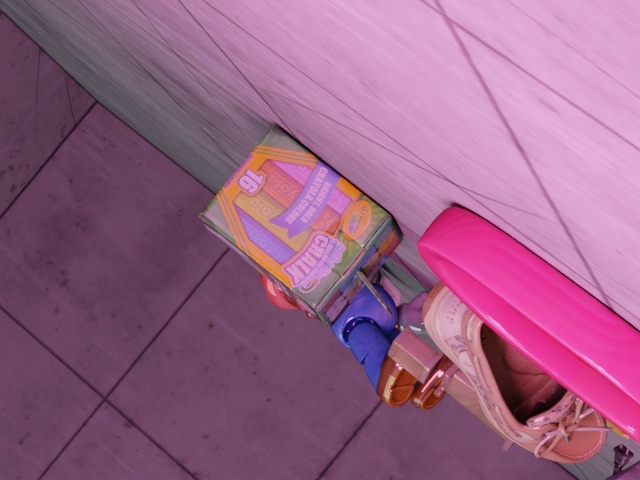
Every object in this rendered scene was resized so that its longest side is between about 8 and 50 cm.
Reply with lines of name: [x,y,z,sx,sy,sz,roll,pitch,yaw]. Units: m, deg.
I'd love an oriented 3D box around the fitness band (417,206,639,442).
fitness band: [0.202,0.075,1.604,0.291,0.054,0.209,37,173,26]

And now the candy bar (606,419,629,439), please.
candy bar: [0.305,0.183,2.171,0.040,0.018,0.161,37,177,30]

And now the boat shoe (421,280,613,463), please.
boat shoe: [0.206,0.145,1.982,0.285,0.104,0.089,42,178,-34]

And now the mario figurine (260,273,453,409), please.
mario figurine: [0.047,0.058,2.474,0.320,0.170,0.198,45,166,33]

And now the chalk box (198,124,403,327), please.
chalk box: [0.000,0.000,2.109,0.213,0.132,0.132,38,175,11]

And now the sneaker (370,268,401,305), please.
sneaker: [0.025,0.024,2.692,0.095,0.090,0.235,20,169,39]

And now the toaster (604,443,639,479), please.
toaster: [0.377,0.326,2.091,0.146,0.129,0.227,31,137,45]

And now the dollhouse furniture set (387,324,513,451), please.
dollhouse furniture set: [0.192,0.122,2.278,0.182,0.101,0.161,39,152,11]
